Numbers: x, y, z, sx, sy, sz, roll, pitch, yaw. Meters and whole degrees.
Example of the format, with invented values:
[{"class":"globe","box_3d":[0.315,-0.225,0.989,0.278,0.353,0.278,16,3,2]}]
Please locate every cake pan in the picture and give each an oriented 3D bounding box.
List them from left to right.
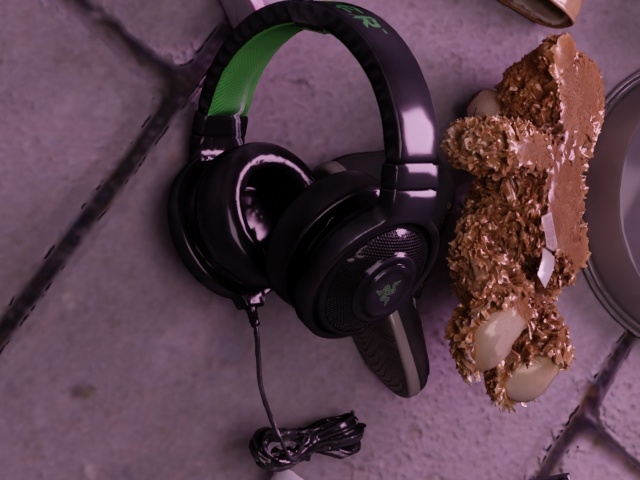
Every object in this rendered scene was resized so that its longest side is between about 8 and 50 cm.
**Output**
[{"class":"cake pan","box_3d":[0.380,-0.035,1.706,0.293,0.054,0.293,1,88,-25]}]

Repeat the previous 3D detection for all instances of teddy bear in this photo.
[{"class":"teddy bear","box_3d":[0.167,-0.017,1.546,0.245,0.113,0.338,13,77,-55]}]

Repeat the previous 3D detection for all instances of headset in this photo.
[{"class":"headset","box_3d":[0.000,0.000,1.450,0.185,0.243,0.394,-1,104,-44]}]

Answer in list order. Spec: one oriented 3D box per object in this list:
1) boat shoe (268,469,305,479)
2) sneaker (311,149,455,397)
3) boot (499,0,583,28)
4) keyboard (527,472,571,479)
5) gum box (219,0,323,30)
[{"class":"boat shoe","box_3d":[0.045,0.268,1.525,0.226,0.083,0.075,29,78,-21]},{"class":"sneaker","box_3d":[0.081,0.021,1.550,0.118,0.083,0.222,-20,97,-26]},{"class":"boot","box_3d":[0.193,-0.368,1.610,0.236,0.089,0.269,28,79,-21]},{"class":"keyboard","box_3d":[0.236,0.305,1.616,0.108,0.023,0.180,-6,72,-25]},{"class":"gum box","box_3d":[-0.057,-0.282,1.504,0.107,0.062,0.188,-30,101,-23]}]
